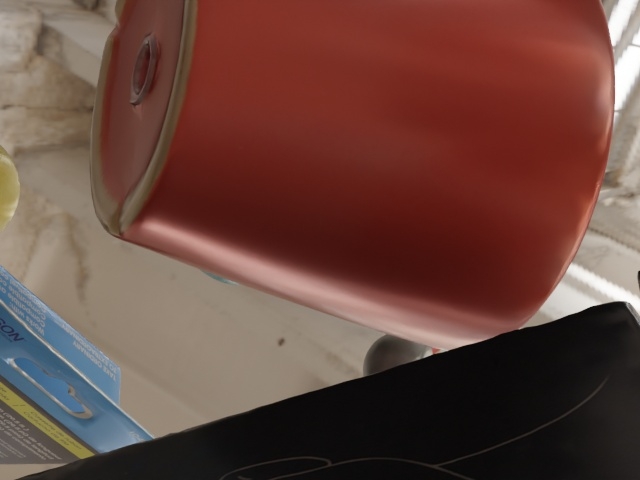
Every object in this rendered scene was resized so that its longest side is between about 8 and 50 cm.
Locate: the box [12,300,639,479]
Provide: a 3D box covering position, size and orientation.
[{"bbox_3d":[0.000,0.324,0.520,0.472,0.480,0.297,-16,-61,6],"label":"box"}]

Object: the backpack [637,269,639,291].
[{"bbox_3d":[0.519,0.095,1.071,0.356,0.290,0.273,-25,-125,21],"label":"backpack"}]

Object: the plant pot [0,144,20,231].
[{"bbox_3d":[-0.407,-0.059,1.277,0.134,0.095,0.134,0,-90,-1],"label":"plant pot"}]

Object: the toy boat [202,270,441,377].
[{"bbox_3d":[0.000,0.000,1.008,0.318,0.148,0.267,45,-48,-15],"label":"toy boat"}]

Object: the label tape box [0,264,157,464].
[{"bbox_3d":[-0.313,0.095,1.045,0.348,0.249,0.115,-10,-133,33],"label":"label tape box"}]

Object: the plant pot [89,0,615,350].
[{"bbox_3d":[0.001,-0.080,0.723,0.275,0.243,0.274,-171,-90,-66],"label":"plant pot"}]
